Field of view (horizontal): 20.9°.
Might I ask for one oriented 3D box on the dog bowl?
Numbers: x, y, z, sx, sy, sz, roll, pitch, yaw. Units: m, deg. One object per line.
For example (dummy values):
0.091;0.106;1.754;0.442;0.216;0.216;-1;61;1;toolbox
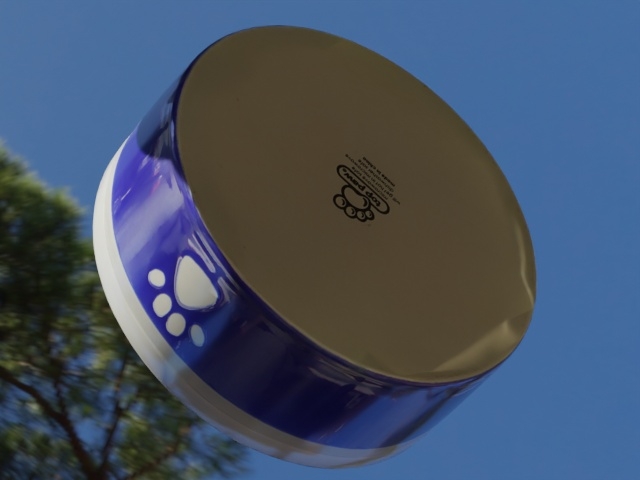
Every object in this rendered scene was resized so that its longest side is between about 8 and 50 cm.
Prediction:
0.000;0.000;1.065;0.265;0.104;0.265;22;-135;-23;dog bowl
